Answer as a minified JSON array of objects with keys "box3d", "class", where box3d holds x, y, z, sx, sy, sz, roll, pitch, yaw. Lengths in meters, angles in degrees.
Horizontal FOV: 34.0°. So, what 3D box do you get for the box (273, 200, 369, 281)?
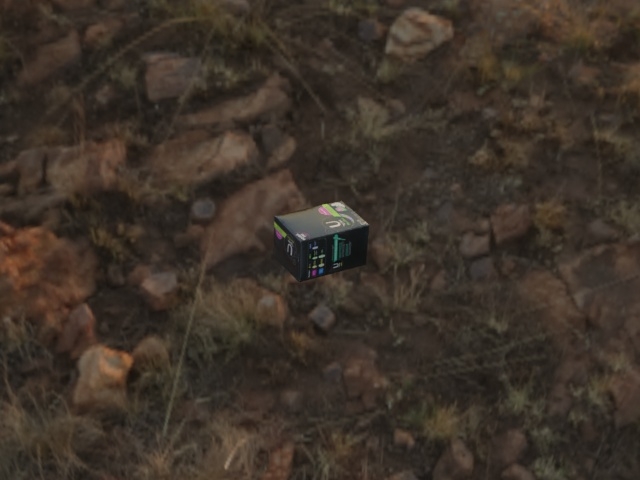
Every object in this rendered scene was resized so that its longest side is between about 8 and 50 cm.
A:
[{"box3d":[0.000,0.000,1.099,0.083,0.052,0.062,-14,34,-26],"class":"box"}]
